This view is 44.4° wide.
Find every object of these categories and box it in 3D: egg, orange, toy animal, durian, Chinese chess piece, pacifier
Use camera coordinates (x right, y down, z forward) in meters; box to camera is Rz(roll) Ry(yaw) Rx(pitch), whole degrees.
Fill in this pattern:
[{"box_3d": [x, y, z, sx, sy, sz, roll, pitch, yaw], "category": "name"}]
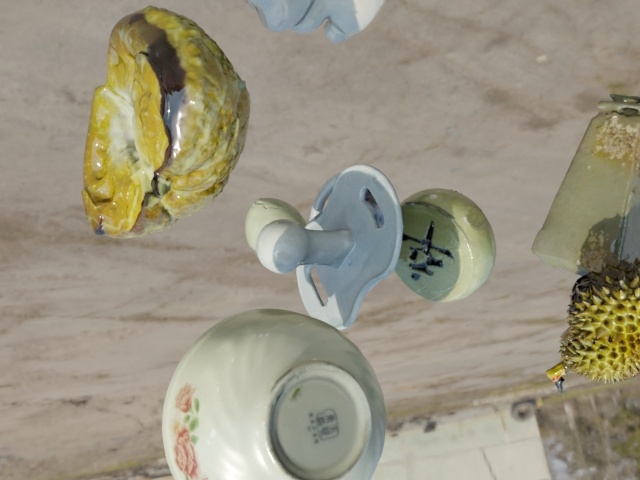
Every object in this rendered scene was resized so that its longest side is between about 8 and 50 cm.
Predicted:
[{"box_3d": [-0.081, -0.014, 1.457, 0.114, 0.114, 0.152, -17, 124, 22], "category": "egg"}, {"box_3d": [-0.229, -0.174, 1.196, 0.210, 0.271, 0.369, -12, 149, -40], "category": "orange"}, {"box_3d": [-0.045, -0.508, 1.430, 0.367, 0.196, 0.241, -2, 154, -31], "category": "toy animal"}, {"box_3d": [0.392, 0.106, 1.063, 0.237, 0.138, 0.193, -35, -178, 24], "category": "durian"}, {"box_3d": [0.192, 0.009, 1.273, 0.083, 0.188, 0.188, -28, 179, -42], "category": "Chinese chess piece"}, {"box_3d": [0.000, 0.000, 1.217, 0.226, 0.238, 0.287, 2, 140, -38], "category": "pacifier"}]

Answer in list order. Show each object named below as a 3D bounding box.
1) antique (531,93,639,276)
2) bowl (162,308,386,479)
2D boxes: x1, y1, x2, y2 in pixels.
[{"box_3d": [0.449, -0.078, 1.200, 0.150, 0.284, 0.125, 20, -175, 42], "category": "antique"}, {"box_3d": [-0.033, 0.210, 0.915, 0.277, 0.277, 0.145, -2, 172, -27], "category": "bowl"}]
